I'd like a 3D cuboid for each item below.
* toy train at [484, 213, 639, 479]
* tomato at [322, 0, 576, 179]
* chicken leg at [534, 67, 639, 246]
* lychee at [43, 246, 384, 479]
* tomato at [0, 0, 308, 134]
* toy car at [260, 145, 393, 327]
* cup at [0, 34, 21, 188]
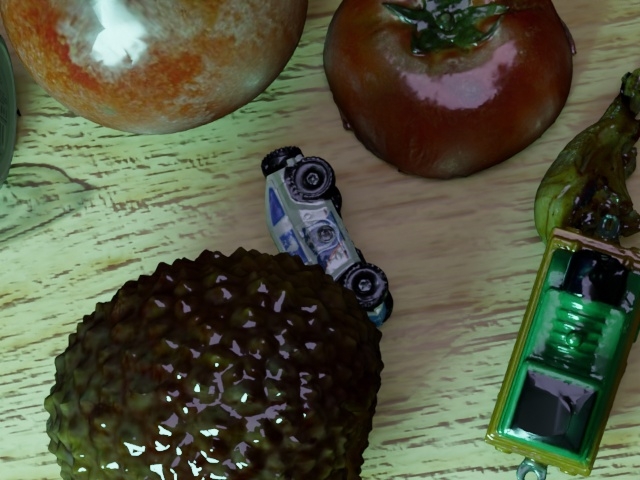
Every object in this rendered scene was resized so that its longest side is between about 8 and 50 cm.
[{"bbox_3d":[0.195,0.089,1.187,0.091,0.136,0.228,18,93,10],"label":"toy train"},{"bbox_3d":[0.107,-0.169,1.303,0.225,0.085,0.225,-2,75,9],"label":"tomato"},{"bbox_3d":[0.242,-0.063,1.272,0.093,0.070,0.178,25,69,6],"label":"chicken leg"},{"bbox_3d":[-0.084,0.131,1.155,0.267,0.267,0.267,-2,75,6],"label":"lychee"},{"bbox_3d":[-0.143,-0.218,1.253,0.265,0.265,0.265,-2,75,6],"label":"tomato"},{"bbox_3d":[0.000,0.000,1.268,0.070,0.080,0.171,-27,74,-1],"label":"toy car"},{"bbox_3d":[-0.372,-0.137,1.303,0.202,0.167,0.221,1,77,4],"label":"cup"}]
